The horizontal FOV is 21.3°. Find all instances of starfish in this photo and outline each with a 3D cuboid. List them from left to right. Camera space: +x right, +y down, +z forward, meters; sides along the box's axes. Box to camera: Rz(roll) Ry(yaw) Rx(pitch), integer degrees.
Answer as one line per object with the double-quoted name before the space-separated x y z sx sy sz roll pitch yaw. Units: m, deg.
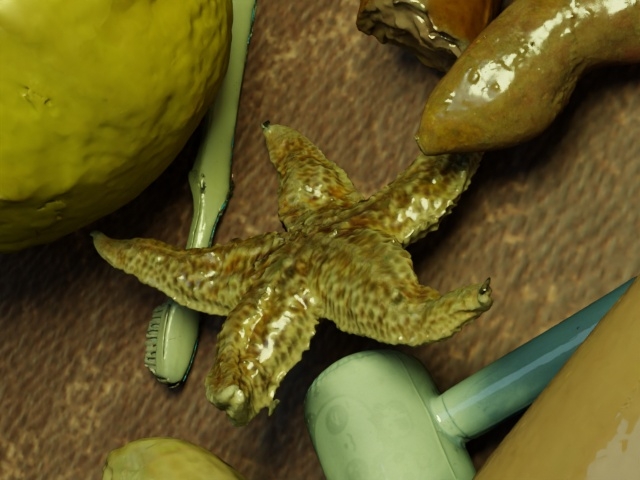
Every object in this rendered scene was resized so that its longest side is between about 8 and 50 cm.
"starfish" 0.000 0.000 0.861 0.277 0.062 0.235 3 46 47

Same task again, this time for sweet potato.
"sweet potato" 0.139 -0.106 0.823 0.218 0.051 0.065 -30 83 2

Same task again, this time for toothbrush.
"toothbrush" -0.060 -0.060 0.972 0.028 0.026 0.294 0 74 49

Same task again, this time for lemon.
"lemon" -0.180 -0.118 0.923 0.284 0.260 0.260 16 83 46

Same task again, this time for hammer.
"hammer" 0.088 0.076 0.810 0.194 0.069 0.116 -32 58 15

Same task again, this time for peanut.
"peanut" -0.051 0.158 0.860 0.174 0.080 0.080 38 96 35

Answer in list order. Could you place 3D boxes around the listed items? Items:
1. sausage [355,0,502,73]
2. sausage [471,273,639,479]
"sausage" 0.085 -0.227 0.890 0.076 0.103 0.302 15 84 -5
"sausage" 0.153 0.088 0.726 0.123 0.123 0.253 41 98 35
